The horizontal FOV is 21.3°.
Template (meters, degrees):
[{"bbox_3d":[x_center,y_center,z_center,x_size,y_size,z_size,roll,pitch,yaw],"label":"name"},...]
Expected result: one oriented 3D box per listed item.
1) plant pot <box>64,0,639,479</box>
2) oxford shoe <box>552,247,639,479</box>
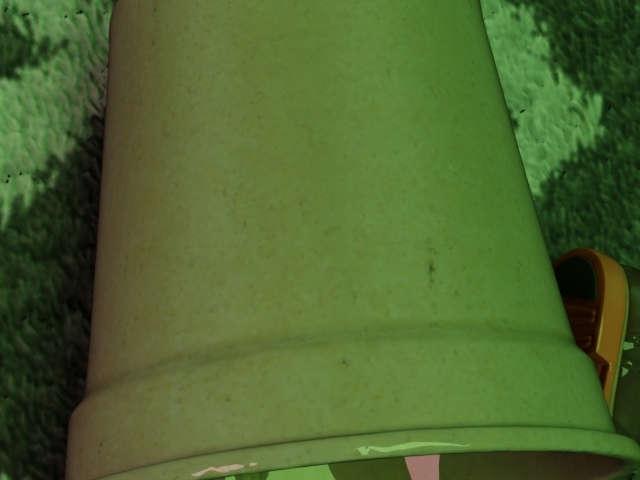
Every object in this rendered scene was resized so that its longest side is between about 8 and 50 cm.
[{"bbox_3d":[0.000,0.000,0.988,0.334,0.334,0.305,2,73,-27],"label":"plant pot"},{"bbox_3d":[0.198,0.146,1.177,0.098,0.097,0.271,18,77,-30],"label":"oxford shoe"}]
